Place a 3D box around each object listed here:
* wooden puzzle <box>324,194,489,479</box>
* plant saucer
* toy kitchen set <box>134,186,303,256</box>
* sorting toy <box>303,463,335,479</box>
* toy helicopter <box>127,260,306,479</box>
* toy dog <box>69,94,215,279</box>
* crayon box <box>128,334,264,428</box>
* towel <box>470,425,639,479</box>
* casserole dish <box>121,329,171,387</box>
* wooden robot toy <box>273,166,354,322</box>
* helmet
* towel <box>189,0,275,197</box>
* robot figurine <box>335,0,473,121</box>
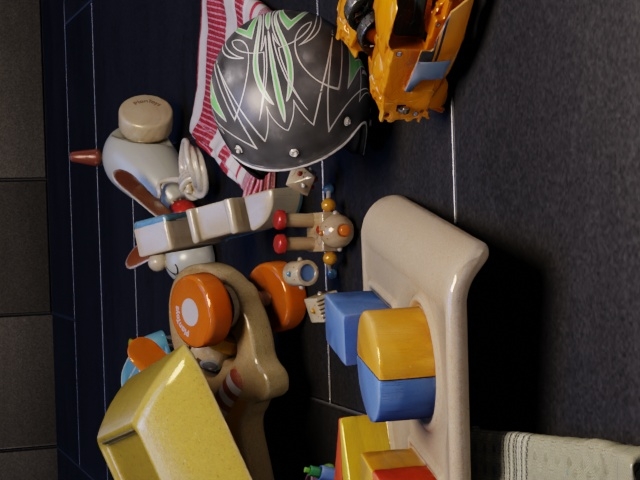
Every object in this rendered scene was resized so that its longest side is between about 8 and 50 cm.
[{"bbox_3d":[0.059,0.150,1.169,0.322,0.080,0.348,-135,47,-76],"label":"wooden puzzle"},{"bbox_3d":[-0.150,0.302,1.513,0.333,0.081,0.333,65,158,4],"label":"plant saucer"},{"bbox_3d":[-0.117,-0.084,1.605,0.207,0.122,0.166,-13,88,32],"label":"toy kitchen set"},{"bbox_3d":[-0.004,0.268,1.447,0.102,0.042,0.061,-118,45,-69],"label":"sorting toy"},{"bbox_3d":[-0.111,0.202,1.584,0.235,0.140,0.355,-20,82,49],"label":"toy helicopter"},{"bbox_3d":[-0.270,-0.072,1.989,0.334,0.161,0.220,-127,29,-60],"label":"toy dog"},{"bbox_3d":[-0.174,0.299,1.863,0.363,0.106,0.313,-178,85,-69],"label":"crayon box"},{"bbox_3d":[0.176,0.296,0.997,0.324,0.056,0.312,168,102,-72],"label":"towel"},{"bbox_3d":[-0.233,0.192,1.799,0.188,0.037,0.114,125,138,-59],"label":"casserole dish"},{"bbox_3d":[0.000,0.000,1.412,0.079,0.076,0.173,-4,88,59],"label":"wooden robot toy"},{"bbox_3d":[-0.029,-0.139,1.305,0.161,0.169,0.169,50,-148,-73],"label":"helmet"},{"bbox_3d":[-0.114,-0.206,1.749,0.329,0.037,0.237,-133,46,-61],"label":"towel"},{"bbox_3d":[0.082,-0.258,1.131,0.211,0.085,0.291,-113,28,-45],"label":"robot figurine"}]
